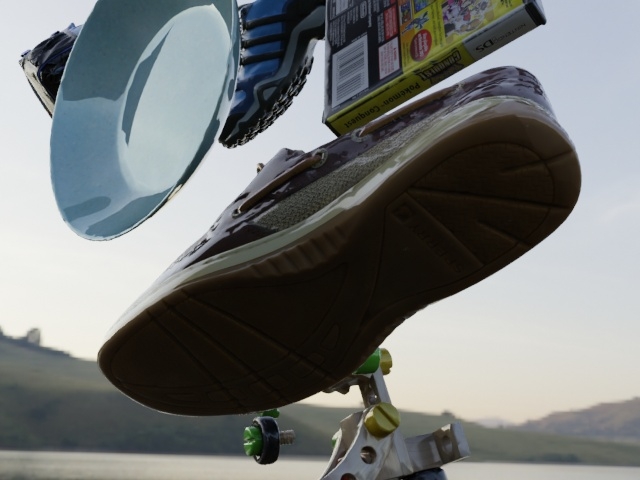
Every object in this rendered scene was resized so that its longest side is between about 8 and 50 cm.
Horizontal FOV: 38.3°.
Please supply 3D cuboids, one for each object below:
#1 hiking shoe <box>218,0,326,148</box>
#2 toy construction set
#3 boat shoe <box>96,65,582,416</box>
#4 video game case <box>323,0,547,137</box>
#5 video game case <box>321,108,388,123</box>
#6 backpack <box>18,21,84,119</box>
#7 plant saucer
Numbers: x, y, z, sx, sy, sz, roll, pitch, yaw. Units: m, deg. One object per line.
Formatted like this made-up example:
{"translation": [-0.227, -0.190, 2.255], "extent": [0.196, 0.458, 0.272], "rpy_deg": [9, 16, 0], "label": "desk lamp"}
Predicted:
{"translation": [-0.075, -0.274, 1.320], "extent": [0.132, 0.304, 0.113], "rpy_deg": [36, 9, 5], "label": "hiking shoe"}
{"translation": [0.064, 0.175, 1.053], "extent": [0.237, 0.257, 0.308], "rpy_deg": [0, -51, -22], "label": "toy construction set"}
{"translation": [0.000, 0.000, 0.595], "extent": [0.342, 0.123, 0.123], "rpy_deg": [-34, -60, 25], "label": "boat shoe"}
{"translation": [0.112, -0.262, 1.019], "extent": [0.248, 0.274, 0.035], "rpy_deg": [-27, -51, 27], "label": "video game case"}
{"translation": [0.167, -0.138, 1.231], "extent": [0.274, 0.026, 0.196], "rpy_deg": [1, 17, -35], "label": "video game case"}
{"translation": [-0.302, -0.233, 1.272], "extent": [0.117, 0.173, 0.158], "rpy_deg": [30, -24, 46], "label": "backpack"}
{"translation": [-0.101, -0.090, 0.563], "extent": [0.037, 0.194, 0.195], "rpy_deg": [17, -20, -42], "label": "plant saucer"}
